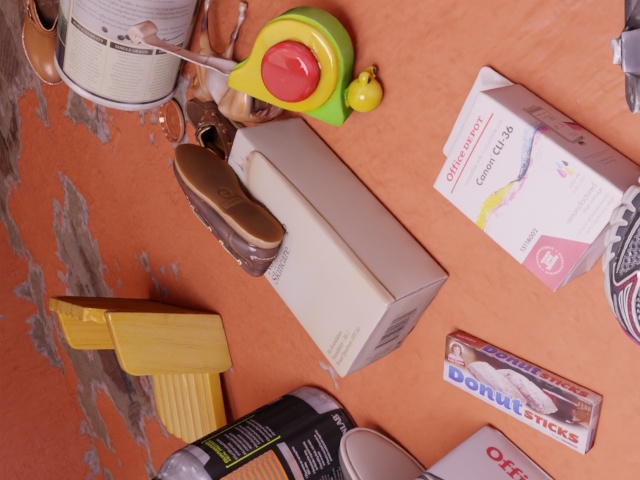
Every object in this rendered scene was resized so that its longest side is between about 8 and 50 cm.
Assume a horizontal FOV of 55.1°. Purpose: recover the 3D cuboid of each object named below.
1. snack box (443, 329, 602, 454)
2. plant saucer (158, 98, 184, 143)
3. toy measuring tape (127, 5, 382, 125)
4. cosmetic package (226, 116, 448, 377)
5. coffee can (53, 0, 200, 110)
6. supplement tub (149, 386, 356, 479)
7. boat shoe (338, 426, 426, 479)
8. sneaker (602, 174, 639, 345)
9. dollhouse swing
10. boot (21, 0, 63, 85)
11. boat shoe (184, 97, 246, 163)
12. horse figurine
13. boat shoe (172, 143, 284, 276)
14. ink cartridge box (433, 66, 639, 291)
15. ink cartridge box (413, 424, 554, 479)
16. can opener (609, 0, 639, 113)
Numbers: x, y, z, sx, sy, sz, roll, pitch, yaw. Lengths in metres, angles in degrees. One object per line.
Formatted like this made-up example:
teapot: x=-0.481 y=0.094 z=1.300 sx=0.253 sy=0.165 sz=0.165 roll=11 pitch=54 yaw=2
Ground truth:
snack box: x=0.213 y=0.160 z=0.672 sx=0.178 sy=0.022 sz=0.064 roll=22 pitch=123 yaw=44
plant saucer: x=-0.271 y=-0.219 z=1.123 sx=0.084 sy=0.013 sz=0.083 roll=23 pitch=121 yaw=44
toy measuring tape: x=-0.076 y=-0.237 z=0.731 sx=0.330 sy=0.121 sz=0.121 roll=23 pitch=128 yaw=9
cosmetic package: x=0.000 y=0.000 z=0.798 sx=0.309 sy=0.113 sz=0.160 roll=48 pitch=138 yaw=26
coffee can: x=-0.284 y=-0.364 z=0.922 sx=0.201 sy=0.202 sz=0.275 roll=55 pitch=140 yaw=20
supplement tub: x=-0.102 y=0.363 z=0.910 sx=0.194 sy=0.316 sz=0.193 roll=25 pitch=123 yaw=45
boat shoe: x=0.136 y=0.391 z=0.795 sx=0.335 sy=0.112 sz=0.095 roll=39 pitch=128 yaw=31
sneaker: x=0.286 y=-0.028 z=0.391 sx=0.121 sy=0.112 sz=0.299 roll=22 pitch=131 yaw=3
dollhouse swing: x=-0.378 y=0.281 z=1.264 sx=0.347 sy=0.315 sz=0.304 roll=3 pitch=87 yaw=50
boot: x=-0.455 y=-0.350 z=1.019 sx=0.152 sy=0.073 sz=0.197 roll=34 pitch=132 yaw=54
boat shoe: x=-0.170 y=-0.177 z=0.976 sx=0.178 sy=0.060 sz=0.064 roll=43 pitch=135 yaw=32
horse figurine: x=-0.119 y=-0.241 z=0.878 sx=0.263 sy=0.066 sz=0.174 roll=43 pitch=125 yaw=35
boat shoe: x=-0.129 y=-0.040 z=0.788 sx=0.207 sy=0.073 sz=0.073 roll=49 pitch=136 yaw=26
ink cartridge box: x=0.185 y=-0.064 z=0.574 sx=0.198 sy=0.067 sz=0.115 roll=47 pitch=136 yaw=29
ink cartridge box: x=0.147 y=0.357 z=0.622 sx=0.211 sy=0.289 sz=0.121 roll=42 pitch=137 yaw=33
can opener: x=0.250 y=-0.232 z=0.439 sx=0.095 sy=0.076 sz=0.283 roll=-2 pitch=106 yaw=18
